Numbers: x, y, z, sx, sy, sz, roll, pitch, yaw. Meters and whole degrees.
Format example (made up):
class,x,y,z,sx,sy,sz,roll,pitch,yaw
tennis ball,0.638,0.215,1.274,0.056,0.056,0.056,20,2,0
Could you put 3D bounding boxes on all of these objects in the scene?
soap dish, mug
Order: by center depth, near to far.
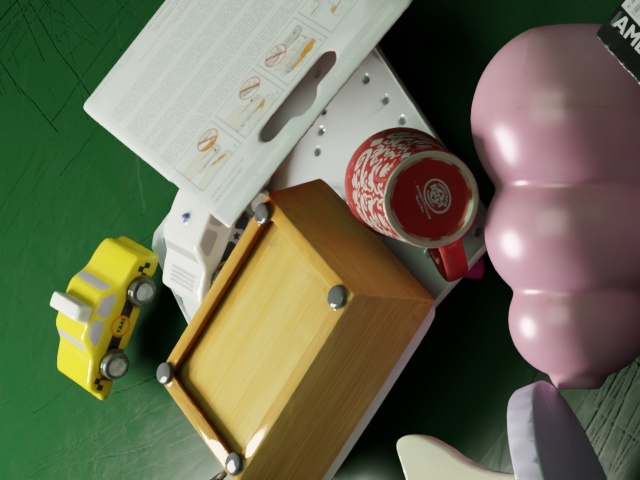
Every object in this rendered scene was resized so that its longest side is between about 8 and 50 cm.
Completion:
class,x,y,z,sx,sy,sz,roll,pitch,yaw
mug,0.106,-0.038,1.838,0.113,0.150,0.169,-56,10,1
soap dish,-0.033,0.108,1.970,0.291,0.118,0.229,-59,45,18

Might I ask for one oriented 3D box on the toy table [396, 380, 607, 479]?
class,x,y,z,sx,sy,sz,roll,pitch,yaw
toy table,0.176,0.282,1.734,0.161,0.252,0.274,-23,63,24

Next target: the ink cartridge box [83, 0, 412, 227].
class,x,y,z,sx,sy,sz,roll,pitch,yaw
ink cartridge box,-0.069,-0.184,2.101,0.308,0.091,0.385,-51,39,0

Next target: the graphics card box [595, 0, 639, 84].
class,x,y,z,sx,sy,sz,roll,pitch,yaw
graphics card box,0.428,-0.262,1.610,0.371,0.233,0.094,-53,52,23

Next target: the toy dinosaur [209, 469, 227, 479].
class,x,y,z,sx,sy,sz,roll,pitch,yaw
toy dinosaur,-0.108,0.352,2.067,0.160,0.121,0.313,50,135,4

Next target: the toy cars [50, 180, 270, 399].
class,x,y,z,sx,sy,sz,roll,pitch,yaw
toy cars,-0.199,0.033,2.193,0.393,0.087,0.176,-37,54,34

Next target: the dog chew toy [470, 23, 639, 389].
class,x,y,z,sx,sy,sz,roll,pitch,yaw
dog chew toy,0.241,-0.029,1.774,0.206,0.206,0.332,0,88,45

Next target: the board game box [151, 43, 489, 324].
class,x,y,z,sx,sy,sz,roll,pitch,yaw
board game box,0.000,0.000,2.093,0.390,0.050,0.390,-50,47,24
